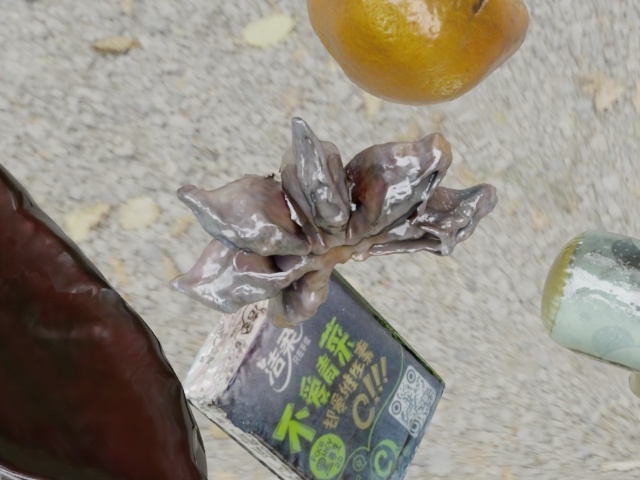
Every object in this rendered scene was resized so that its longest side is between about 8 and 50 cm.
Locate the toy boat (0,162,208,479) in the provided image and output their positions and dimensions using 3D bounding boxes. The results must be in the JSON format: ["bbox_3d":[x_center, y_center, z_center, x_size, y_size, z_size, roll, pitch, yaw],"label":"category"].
[{"bbox_3d":[-0.144,0.043,0.517,0.309,0.129,0.142,41,134,6],"label":"toy boat"}]

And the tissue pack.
[{"bbox_3d":[0.000,0.132,1.482,0.073,0.235,0.173,2,56,48],"label":"tissue pack"}]

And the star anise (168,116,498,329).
[{"bbox_3d":[-0.007,-0.007,1.035,0.208,0.172,0.063,-27,56,22],"label":"star anise"}]

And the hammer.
[{"bbox_3d":[0.305,0.095,1.484,0.202,0.305,0.113,20,75,18],"label":"hammer"}]

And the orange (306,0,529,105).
[{"bbox_3d":[0.078,-0.248,1.642,0.183,0.249,0.249,-35,76,17],"label":"orange"}]
